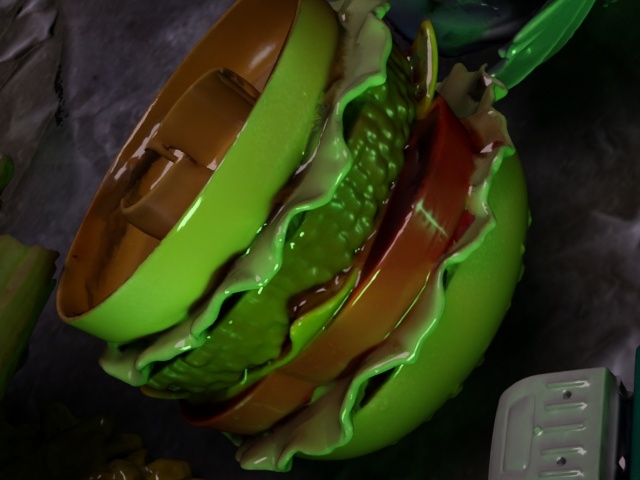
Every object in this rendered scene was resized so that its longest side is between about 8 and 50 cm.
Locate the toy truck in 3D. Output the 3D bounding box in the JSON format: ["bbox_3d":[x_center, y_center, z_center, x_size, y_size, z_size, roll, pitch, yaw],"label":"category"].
[{"bbox_3d":[0.208,0.108,0.806,0.253,0.124,0.114,-9,49,24],"label":"toy truck"}]

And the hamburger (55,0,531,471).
[{"bbox_3d":[0.000,0.000,0.937,0.274,0.212,0.274,-47,20,23],"label":"hamburger"}]

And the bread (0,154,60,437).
[{"bbox_3d":[-0.302,0.061,1.011,0.314,0.191,0.370,-49,20,31],"label":"bread"}]

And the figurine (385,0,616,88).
[{"bbox_3d":[0.222,-0.190,0.951,0.388,0.248,0.276,-6,33,42],"label":"figurine"}]

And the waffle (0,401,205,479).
[{"bbox_3d":[-0.185,0.236,0.984,0.260,0.069,0.293,16,66,41],"label":"waffle"}]
